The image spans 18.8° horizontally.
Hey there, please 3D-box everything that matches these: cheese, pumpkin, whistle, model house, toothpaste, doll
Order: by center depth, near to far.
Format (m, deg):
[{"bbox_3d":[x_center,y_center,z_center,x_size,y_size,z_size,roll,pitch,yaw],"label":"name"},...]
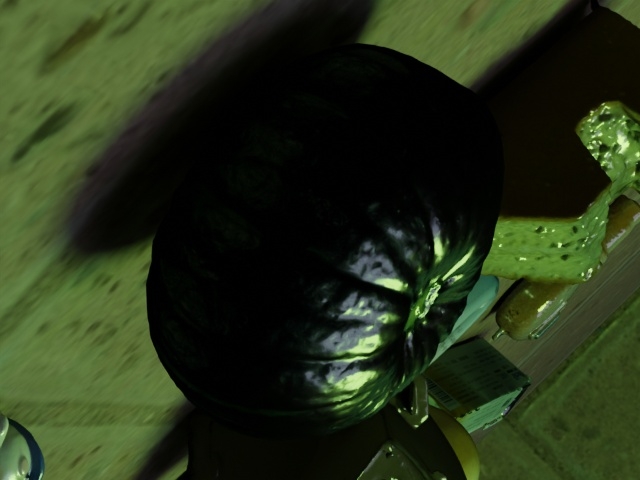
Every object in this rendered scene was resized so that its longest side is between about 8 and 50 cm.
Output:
[{"bbox_3d":[0.000,0.000,0.919,0.202,0.140,0.202,-48,159,-26],"label":"pumpkin"},{"bbox_3d":[-0.176,0.115,0.941,0.099,0.057,0.143,-48,173,16],"label":"doll"},{"bbox_3d":[0.008,0.142,1.379,0.211,0.204,0.243,-111,-161,-67],"label":"model house"},{"bbox_3d":[0.120,0.043,1.660,0.245,0.052,0.135,-45,171,0],"label":"cheese"},{"bbox_3d":[0.142,0.163,2.062,0.071,0.089,0.313,-55,165,16],"label":"toothpaste"},{"bbox_3d":[0.272,0.037,2.127,0.220,0.057,0.107,-44,167,-7],"label":"whistle"}]

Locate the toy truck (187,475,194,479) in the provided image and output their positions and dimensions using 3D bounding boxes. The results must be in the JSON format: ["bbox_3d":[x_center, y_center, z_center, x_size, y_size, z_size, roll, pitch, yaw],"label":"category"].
[{"bbox_3d":[-0.022,0.157,1.562,0.202,0.074,0.088,-42,177,-12],"label":"toy truck"}]

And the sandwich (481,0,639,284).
[{"bbox_3d":[0.144,-0.041,1.282,0.236,0.128,0.122,-41,160,-14],"label":"sandwich"}]

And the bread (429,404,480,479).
[{"bbox_3d":[0.003,0.276,1.813,0.333,0.160,0.333,-42,167,-12],"label":"bread"}]
